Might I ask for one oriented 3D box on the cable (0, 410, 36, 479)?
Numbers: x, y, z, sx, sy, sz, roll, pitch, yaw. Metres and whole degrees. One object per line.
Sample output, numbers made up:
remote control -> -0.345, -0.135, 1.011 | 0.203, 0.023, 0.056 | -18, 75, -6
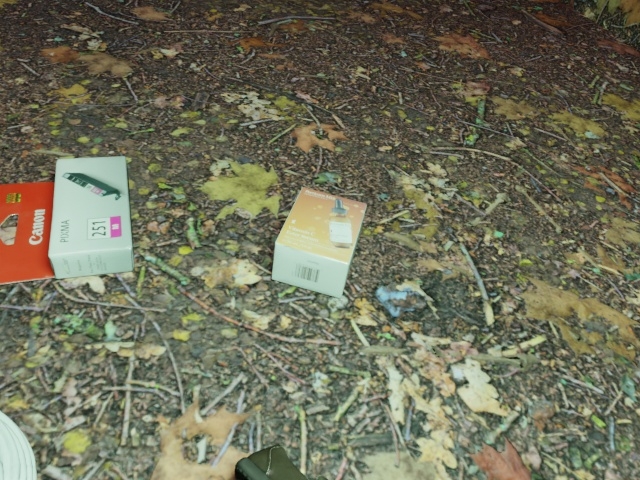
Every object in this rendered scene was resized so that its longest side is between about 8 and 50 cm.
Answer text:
cable -> -0.436, 0.287, 0.545 | 0.257, 0.089, 0.257 | -5, 43, -15

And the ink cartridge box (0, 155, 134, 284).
ink cartridge box -> -0.462, -0.047, 0.928 | 0.238, 0.060, 0.275 | -5, 44, -19

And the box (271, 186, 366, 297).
box -> 0.000, 0.000, 0.943 | 0.130, 0.091, 0.170 | 15, 42, 5

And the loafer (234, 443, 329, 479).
loafer -> -0.002, 0.313, 0.606 | 0.220, 0.080, 0.078 | 35, 48, 25
